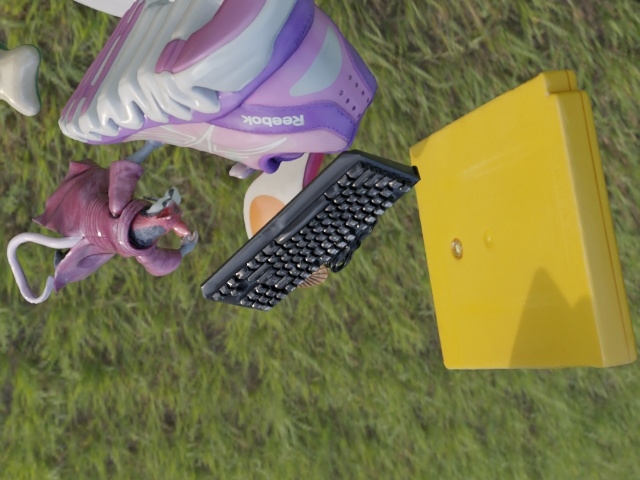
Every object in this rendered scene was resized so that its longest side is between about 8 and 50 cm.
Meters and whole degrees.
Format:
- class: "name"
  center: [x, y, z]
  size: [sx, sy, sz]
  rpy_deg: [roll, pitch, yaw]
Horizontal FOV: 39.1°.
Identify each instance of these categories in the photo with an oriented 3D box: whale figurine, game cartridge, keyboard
- class: "whale figurine"
  center: [-0.519, -0.265, 1.335]
  size: [0.272, 0.141, 0.216]
  rpy_deg: [12, 114, 13]
- class: "game cartridge"
  center: [0.202, -0.004, 0.972]
  size: [0.053, 0.285, 0.324]
  rpy_deg: [-7, 175, -21]
- class: "keyboard"
  center: [0.000, 0.000, 0.689]
  size: [0.108, 0.023, 0.180]
  rpy_deg: [10, 138, -47]

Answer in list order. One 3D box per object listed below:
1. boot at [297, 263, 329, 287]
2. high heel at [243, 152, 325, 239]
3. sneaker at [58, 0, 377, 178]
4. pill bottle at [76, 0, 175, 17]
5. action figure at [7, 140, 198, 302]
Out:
- class: "boot"
  center: [-0.045, 0.016, 1.215]
  size: [0.158, 0.084, 0.059]
  rpy_deg: [4, 138, 38]
- class: "high heel"
  center: [-0.023, -0.091, 1.063]
  size: [0.117, 0.082, 0.244]
  rpy_deg: [-26, 128, -54]
- class: "sneaker"
  center: [-0.057, -0.077, 0.479]
  size: [0.105, 0.095, 0.236]
  rpy_deg: [33, 164, -30]
- class: "pill bottle"
  center: [-0.104, -0.392, 0.677]
  size: [0.229, 0.407, 0.229]
  rpy_deg: [10, 163, 3]
- class: "action figure"
  center: [-0.354, -0.039, 1.499]
  size: [0.276, 0.370, 0.248]
  rpy_deg: [-33, 112, -32]
